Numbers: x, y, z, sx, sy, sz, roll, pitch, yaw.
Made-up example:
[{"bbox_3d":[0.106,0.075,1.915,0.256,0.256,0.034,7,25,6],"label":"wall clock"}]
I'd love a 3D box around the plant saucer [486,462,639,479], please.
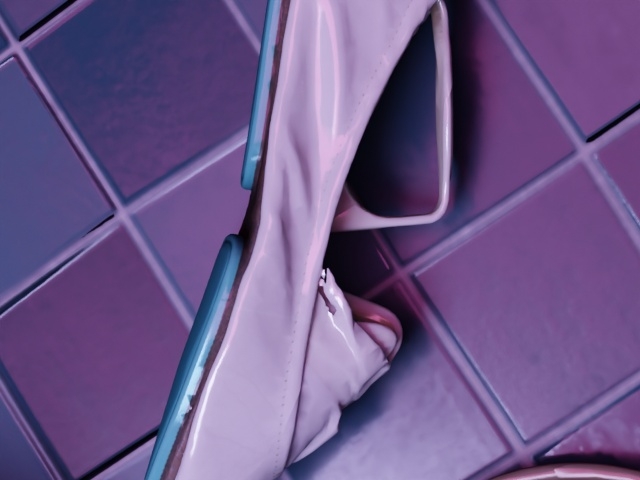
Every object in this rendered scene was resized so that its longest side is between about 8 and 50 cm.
[{"bbox_3d":[0.146,0.261,1.062,0.278,0.041,0.278,-1,87,15],"label":"plant saucer"}]

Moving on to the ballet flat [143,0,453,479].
[{"bbox_3d":[0.000,0.000,1.075,0.139,0.139,0.400,15,91,15],"label":"ballet flat"}]
